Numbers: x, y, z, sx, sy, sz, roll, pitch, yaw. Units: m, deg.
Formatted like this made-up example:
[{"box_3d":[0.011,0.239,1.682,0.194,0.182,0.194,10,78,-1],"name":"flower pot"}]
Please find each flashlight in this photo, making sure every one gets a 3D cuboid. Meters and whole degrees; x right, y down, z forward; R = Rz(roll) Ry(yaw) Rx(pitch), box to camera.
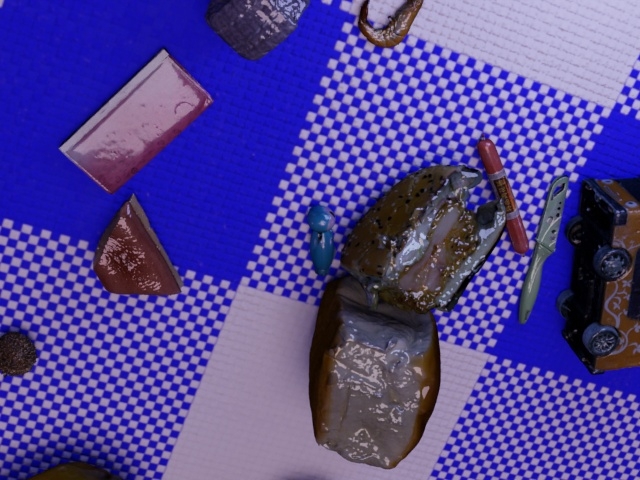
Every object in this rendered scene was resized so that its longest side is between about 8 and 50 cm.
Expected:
[{"box_3d":[0.000,0.000,1.898,0.051,0.051,0.129,-4,121,-9],"name":"flashlight"}]

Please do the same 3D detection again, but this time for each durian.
[{"box_3d":[-0.516,0.188,1.866,0.080,0.080,0.091,-43,105,10],"name":"durian"}]

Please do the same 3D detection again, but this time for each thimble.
[{"box_3d":[-0.093,-0.349,1.664,0.150,0.150,0.098,-44,115,10],"name":"thimble"}]

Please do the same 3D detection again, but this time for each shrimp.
[{"box_3d":[0.117,-0.364,1.765,0.091,0.025,0.127,38,105,-22],"name":"shrimp"}]

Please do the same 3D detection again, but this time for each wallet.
[{"box_3d":[-0.290,-0.185,1.767,0.232,0.025,0.119,-41,114,9],"name":"wallet"}]

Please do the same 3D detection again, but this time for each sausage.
[{"box_3d":[0.317,-0.076,1.930,0.034,0.034,0.253,-25,116,1],"name":"sausage"}]

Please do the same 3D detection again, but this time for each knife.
[{"box_3d":[0.398,0.020,1.996,0.043,0.020,0.293,5,112,-11],"name":"knife"}]

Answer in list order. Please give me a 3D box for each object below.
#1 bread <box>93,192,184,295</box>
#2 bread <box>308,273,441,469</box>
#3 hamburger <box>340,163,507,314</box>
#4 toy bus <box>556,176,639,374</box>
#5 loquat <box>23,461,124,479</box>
[{"box_3d":[-0.314,0.026,1.835,0.119,0.067,0.192,-26,118,-6],"name":"bread"},{"box_3d":[0.090,0.229,1.916,0.225,0.250,0.279,10,118,-7],"name":"bread"},{"box_3d":[0.159,0.001,1.859,0.288,0.192,0.168,-53,123,-19],"name":"hamburger"},{"box_3d":[0.540,0.057,1.965,0.194,0.162,0.323,-4,116,-10],"name":"toy bus"},{"box_3d":[-0.449,0.515,1.934,0.276,0.276,0.284,43,84,-24],"name":"loquat"}]
